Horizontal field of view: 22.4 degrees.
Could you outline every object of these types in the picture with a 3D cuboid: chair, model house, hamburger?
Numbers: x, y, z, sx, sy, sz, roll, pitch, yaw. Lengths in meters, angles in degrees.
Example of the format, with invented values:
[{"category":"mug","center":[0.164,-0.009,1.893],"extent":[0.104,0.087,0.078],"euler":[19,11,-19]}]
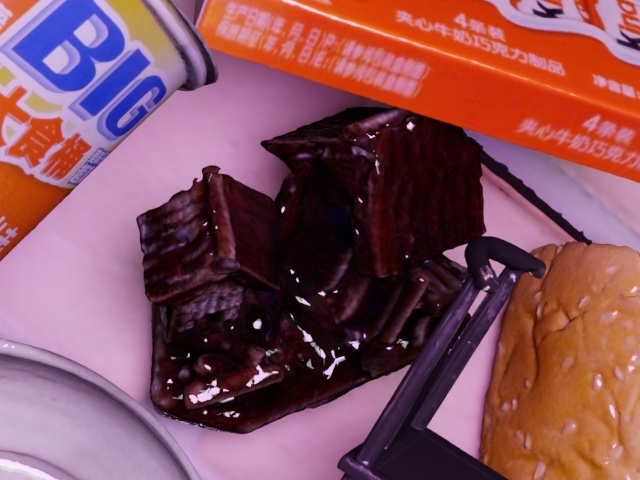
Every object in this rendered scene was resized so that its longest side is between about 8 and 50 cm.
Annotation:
[{"category":"chair","center":[0.073,0.143,0.823],"extent":[0.141,0.154,0.260],"euler":[32,100,11]},{"category":"model house","center":[0.000,0.010,0.866],"extent":[0.203,0.164,0.141],"euler":[-28,77,-28]},{"category":"hamburger","center":[0.160,0.105,0.927],"extent":[0.135,0.155,0.208],"euler":[28,84,-8]}]

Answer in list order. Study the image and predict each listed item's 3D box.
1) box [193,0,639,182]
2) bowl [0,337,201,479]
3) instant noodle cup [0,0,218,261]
[{"category":"box","center":[0.066,-0.160,0.899],"extent":[0.273,0.048,0.265],"euler":[15,39,-15]},{"category":"bowl","center":[-0.184,0.193,0.804],"extent":[0.307,0.163,0.307],"euler":[3,80,-16]},{"category":"instant noodle cup","center":[-0.226,-0.085,0.768],"extent":[0.296,0.296,0.214],"euler":[38,82,-10]}]
